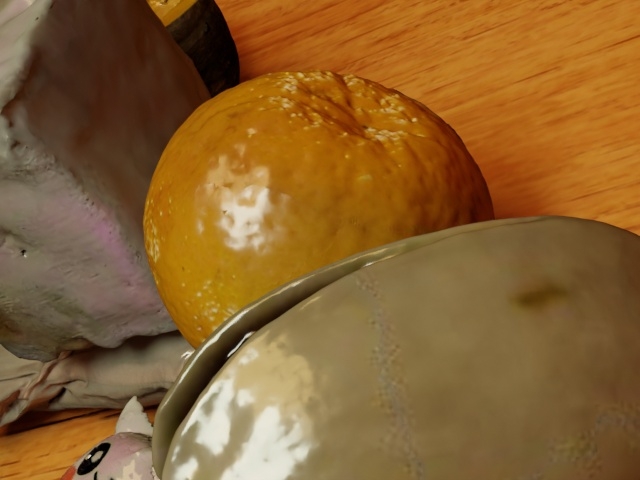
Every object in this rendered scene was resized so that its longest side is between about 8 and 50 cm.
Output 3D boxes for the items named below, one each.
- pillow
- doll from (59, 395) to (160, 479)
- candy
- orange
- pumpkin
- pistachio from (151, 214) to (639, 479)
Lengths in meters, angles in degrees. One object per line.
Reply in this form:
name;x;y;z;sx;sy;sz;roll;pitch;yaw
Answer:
pillow;-0.134;0.050;0.888;0.270;0.067;0.173;-15;37;37
doll;-0.104;0.171;0.695;0.192;0.095;0.149;-45;39;-4
candy;-0.147;-0.054;0.792;0.137;0.195;0.184;-18;35;26
orange;-0.001;-0.003;0.705;0.155;0.178;0.177;-58;27;24
pumpkin;-0.116;-0.118;1.017;0.119;0.107;0.183;-40;25;-6
pistachio;0.054;0.070;0.544;0.238;0.153;0.138;-13;10;-14
